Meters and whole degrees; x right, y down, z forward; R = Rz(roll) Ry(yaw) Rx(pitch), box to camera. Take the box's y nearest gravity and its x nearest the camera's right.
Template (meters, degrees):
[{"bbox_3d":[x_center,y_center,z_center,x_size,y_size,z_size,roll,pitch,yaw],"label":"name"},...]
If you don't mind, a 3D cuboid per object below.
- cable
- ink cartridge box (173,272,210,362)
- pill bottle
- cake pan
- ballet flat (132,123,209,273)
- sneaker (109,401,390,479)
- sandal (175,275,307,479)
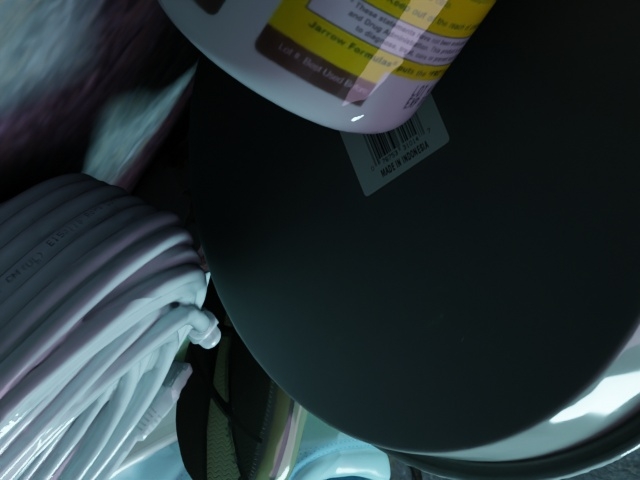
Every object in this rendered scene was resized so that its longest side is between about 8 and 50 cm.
[{"bbox_3d":[-0.149,0.083,0.617,0.257,0.089,0.257,-49,173,-19],"label":"cable"},{"bbox_3d":[-0.136,0.083,0.895,0.225,0.056,0.181,-51,174,-22],"label":"ink cartridge box"},{"bbox_3d":[0.038,-0.151,0.495,0.215,0.117,0.117,-54,174,23],"label":"pill bottle"},{"bbox_3d":[0.049,-0.041,0.603,0.054,0.293,0.293,-2,135,-49],"label":"cake pan"},{"bbox_3d":[-0.013,-0.070,0.732,0.058,0.084,0.250,-8,145,-53],"label":"ballet flat"},{"bbox_3d":[-0.097,0.182,0.934,0.366,0.150,0.135,-26,169,-30],"label":"sneaker"},{"bbox_3d":[-0.001,0.001,0.813,0.120,0.086,0.303,20,-86,57],"label":"sandal"}]
